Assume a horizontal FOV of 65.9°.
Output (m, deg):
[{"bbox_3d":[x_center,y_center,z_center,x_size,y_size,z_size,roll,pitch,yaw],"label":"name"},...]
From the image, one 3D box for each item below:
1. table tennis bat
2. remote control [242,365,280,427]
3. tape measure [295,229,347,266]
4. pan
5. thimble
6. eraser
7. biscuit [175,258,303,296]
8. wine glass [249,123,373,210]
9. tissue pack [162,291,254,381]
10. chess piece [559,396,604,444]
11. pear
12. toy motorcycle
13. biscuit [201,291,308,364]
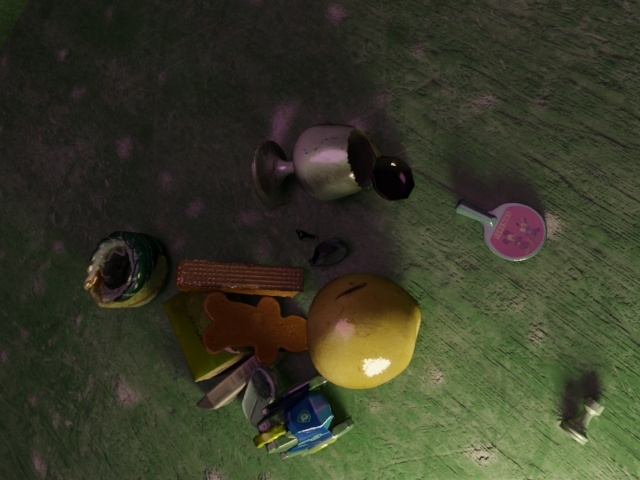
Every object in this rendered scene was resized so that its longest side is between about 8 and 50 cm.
[{"bbox_3d":[0.474,-0.044,1.312,0.244,0.040,0.153,29,97,20],"label":"table tennis bat"},{"bbox_3d":[-0.178,0.468,1.477,0.104,0.052,0.247,45,133,28],"label":"remote control"},{"bbox_3d":[0.000,-0.004,1.494,0.180,0.107,0.104,55,146,38],"label":"tape measure"},{"bbox_3d":[0.193,-0.208,1.418,0.048,0.128,0.202,153,108,-64],"label":"pan"},{"bbox_3d":[-0.684,0.107,1.736,0.288,0.167,0.254,-34,71,16],"label":"thimble"},{"bbox_3d":[-0.244,0.430,1.545,0.352,0.089,0.061,-42,72,15],"label":"eraser"},{"bbox_3d":[-0.241,0.113,1.495,0.379,0.054,0.094,4,63,-9],"label":"biscuit"},{"bbox_3d":[-0.018,-0.218,1.449,0.323,0.238,0.238,-3,82,32],"label":"wine glass"},{"bbox_3d":[-0.336,0.271,1.560,0.200,0.167,0.274,-33,71,15],"label":"tissue pack"},{"bbox_3d":[0.626,0.424,1.176,0.067,0.067,0.103,36,89,23],"label":"chess piece"},{"bbox_3d":[0.114,0.236,1.302,0.309,0.309,0.309,-3,83,24],"label":"pear"},{"bbox_3d":[-0.034,0.468,1.318,0.200,0.326,0.191,-33,72,15],"label":"toy motorcycle"},{"bbox_3d":[-0.180,0.266,1.455,0.047,0.340,0.216,123,149,-51],"label":"biscuit"}]
